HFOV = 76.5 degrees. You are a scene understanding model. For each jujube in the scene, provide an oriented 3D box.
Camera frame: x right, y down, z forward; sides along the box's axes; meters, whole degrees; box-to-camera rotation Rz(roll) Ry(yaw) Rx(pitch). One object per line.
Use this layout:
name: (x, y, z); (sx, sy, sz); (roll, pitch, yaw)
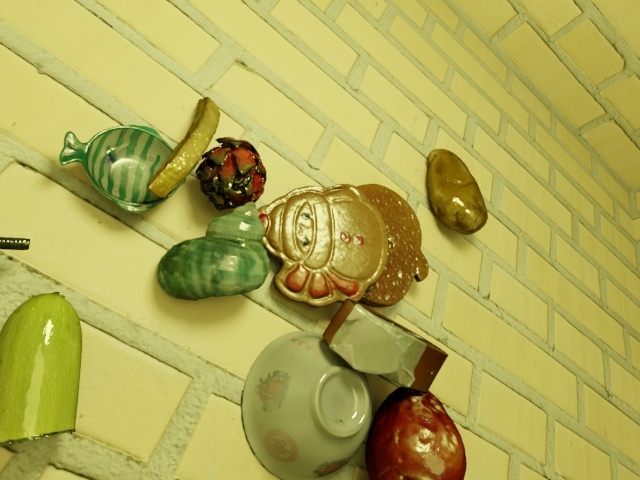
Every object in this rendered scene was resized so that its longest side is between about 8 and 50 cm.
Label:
jujube: (0.216, 0.469, 0.939); (0.223, 0.223, 0.318); (55, 15, -2)

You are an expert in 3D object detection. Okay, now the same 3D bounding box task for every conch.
conch: (-0.217, 0.032, 0.920); (0.220, 0.195, 0.277); (30, 80, 11)

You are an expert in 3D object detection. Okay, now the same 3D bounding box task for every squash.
squash: (-0.479, 0.207, 0.685); (0.133, 0.132, 0.247); (5, 65, -32)

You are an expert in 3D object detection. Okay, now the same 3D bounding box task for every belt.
belt: (0.159, 0.258, 0.991); (0.339, 0.217, 0.122); (31, 89, -30)

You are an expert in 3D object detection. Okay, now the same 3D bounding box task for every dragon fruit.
dragon fruit: (-0.215, -0.157, 0.990); (0.182, 0.182, 0.188); (36, 56, -16)

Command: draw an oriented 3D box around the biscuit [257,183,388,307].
biscuit: (0.000, 0.000, 1.082); (0.381, 0.074, 0.358); (11, 68, -17)

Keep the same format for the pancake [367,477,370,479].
pancake: (0.219, 0.706, 0.977); (0.356, 0.065, 0.356); (14, 63, -30)

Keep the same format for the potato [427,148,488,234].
potato: (0.492, -0.184, 1.501); (0.196, 0.176, 0.369); (-11, 63, 4)

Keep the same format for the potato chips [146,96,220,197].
potato chips: (-0.299, -0.241, 0.961); (0.057, 0.080, 0.406); (52, 28, -36)

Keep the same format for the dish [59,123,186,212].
dish: (-0.433, -0.155, 0.902); (0.246, 0.078, 0.224); (13, 63, -30)

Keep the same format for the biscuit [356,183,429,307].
biscuit: (0.180, 0.018, 1.236); (0.350, 0.070, 0.394); (36, 57, -11)

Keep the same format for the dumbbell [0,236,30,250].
dumbbell: (-0.659, -0.004, 0.642); (0.326, 0.143, 0.143); (4, 68, -33)

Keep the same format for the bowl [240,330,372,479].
bowl: (0.009, 0.367, 0.924); (0.346, 0.157, 0.345); (14, 62, -29)
